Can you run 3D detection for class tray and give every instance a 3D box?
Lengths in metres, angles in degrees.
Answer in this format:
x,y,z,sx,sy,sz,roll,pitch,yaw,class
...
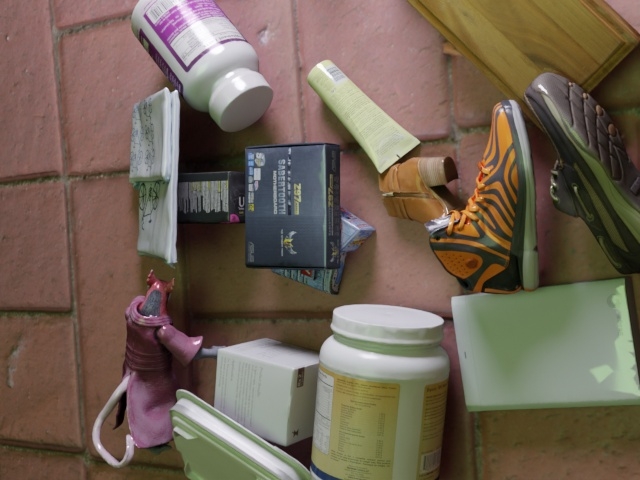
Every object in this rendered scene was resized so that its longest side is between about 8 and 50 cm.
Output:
x,y,z,sx,sy,sz,roll,pitch,yaw,class
0.287,-0.386,1.602,0.411,0.076,0.203,44,117,3,tray

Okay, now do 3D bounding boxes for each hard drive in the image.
x,y,z,sx,sy,sz,roll,pitch,yaw,class
0.375,0.178,1.674,0.308,0.040,0.203,-9,88,35,hard drive

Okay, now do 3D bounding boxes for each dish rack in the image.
x,y,z,sx,sy,sz,roll,pitch,yaw,class
-0.157,0.446,1.923,0.333,0.072,0.285,29,148,23,dish rack

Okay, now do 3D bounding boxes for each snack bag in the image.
x,y,z,sx,sy,sz,roll,pitch,yaw,class
-0.340,-0.123,2.033,0.323,0.037,0.342,-173,84,-67,snack bag

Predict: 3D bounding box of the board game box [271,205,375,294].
x,y,z,sx,sy,sz,roll,pitch,yaw,class
0.000,0.000,1.902,0.194,0.060,0.194,19,104,32,board game box

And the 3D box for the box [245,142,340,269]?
x,y,z,sx,sy,sz,roll,pitch,yaw,class
-0.052,-0.062,1.860,0.183,0.059,0.232,1,92,32,box

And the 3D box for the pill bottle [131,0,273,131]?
x,y,z,sx,sy,sz,roll,pitch,yaw,class
-0.226,-0.359,1.964,0.169,0.169,0.301,-48,68,27,pill bottle

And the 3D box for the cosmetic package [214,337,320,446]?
x,y,z,sx,sy,sz,roll,pitch,yaw,class
-0.086,0.285,1.924,0.184,0.151,0.151,11,100,33,cosmetic package

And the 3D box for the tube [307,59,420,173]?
x,y,z,sx,sy,sz,roll,pitch,yaw,class
0.069,-0.230,1.839,0.240,0.062,0.070,48,124,21,tube

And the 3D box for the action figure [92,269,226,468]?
x,y,z,sx,sy,sz,roll,pitch,yaw,class
-0.363,0.230,2.050,0.248,0.276,0.370,24,120,36,action figure

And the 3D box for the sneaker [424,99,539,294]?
x,y,z,sx,sy,sz,roll,pitch,yaw,class
0.255,-0.061,1.620,0.180,0.124,0.321,-3,103,9,sneaker

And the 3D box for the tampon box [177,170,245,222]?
x,y,z,sx,sy,sz,roll,pitch,yaw,class
-0.206,-0.084,1.996,0.161,0.120,0.101,1,92,34,tampon box

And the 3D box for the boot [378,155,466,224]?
x,y,z,sx,sy,sz,roll,pitch,yaw,class
0.181,-0.049,1.779,0.152,0.073,0.197,-8,90,42,boot

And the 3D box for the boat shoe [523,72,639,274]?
x,y,z,sx,sy,sz,roll,pitch,yaw,class
0.412,-0.090,1.546,0.130,0.132,0.355,-36,88,38,boat shoe

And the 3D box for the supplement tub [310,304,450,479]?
x,y,z,sx,sy,sz,roll,pitch,yaw,class
0.105,0.283,1.749,0.228,0.228,0.316,9,98,33,supplement tub
